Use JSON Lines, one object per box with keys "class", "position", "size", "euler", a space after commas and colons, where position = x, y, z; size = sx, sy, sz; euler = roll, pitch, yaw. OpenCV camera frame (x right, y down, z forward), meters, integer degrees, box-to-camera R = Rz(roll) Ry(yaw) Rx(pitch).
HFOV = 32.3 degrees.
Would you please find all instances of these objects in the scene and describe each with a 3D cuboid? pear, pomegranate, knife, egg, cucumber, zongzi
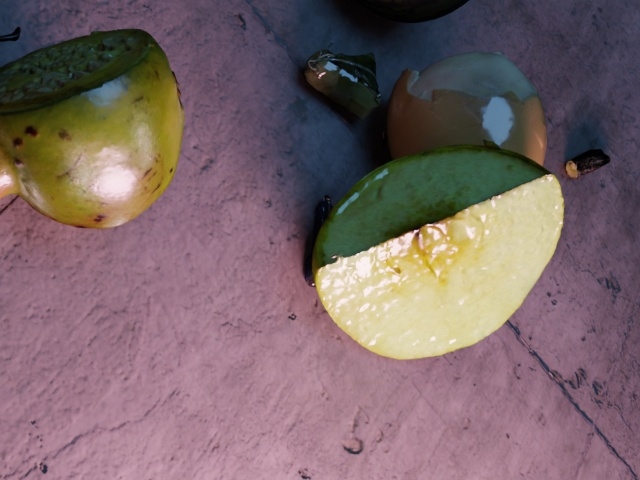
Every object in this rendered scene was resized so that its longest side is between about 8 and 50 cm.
{"class": "pear", "position": [0.135, 0.021, 1.291], "size": [0.139, 0.288, 0.239], "euler": [-115, -177, -53]}
{"class": "pomegranate", "position": [-0.226, -0.079, 1.003], "size": [0.241, 0.190, 0.159], "euler": [-47, 130, -45]}
{"class": "knife", "position": [0.000, 0.000, 1.295], "size": [0.031, 0.018, 0.121], "euler": [27, 53, -35]}
{"class": "egg", "position": [0.185, -0.123, 1.395], "size": [0.201, 0.201, 0.244], "euler": [1, 81, -43]}
{"class": "cucumber", "position": [0.423, -0.125, 1.736], "size": [0.135, 0.034, 0.033], "euler": [-23, 83, -46]}
{"class": "zongzi", "position": [0.026, -0.223, 1.397], "size": [0.109, 0.055, 0.119], "euler": [30, 42, -29]}

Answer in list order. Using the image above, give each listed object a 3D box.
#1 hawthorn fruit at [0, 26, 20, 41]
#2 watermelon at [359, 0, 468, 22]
{"class": "hawthorn fruit", "position": [-0.352, -0.195, 0.933], "size": [0.194, 0.157, 0.157], "euler": [13, 59, -6]}
{"class": "watermelon", "position": [0.124, -0.389, 1.447], "size": [0.212, 0.212, 0.212], "euler": [19, 60, -37]}
